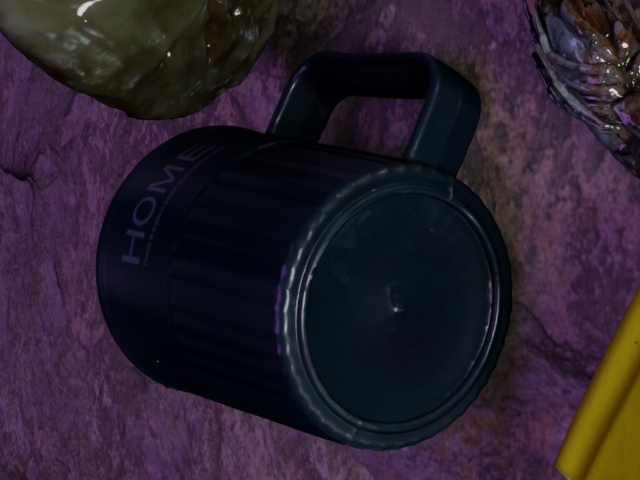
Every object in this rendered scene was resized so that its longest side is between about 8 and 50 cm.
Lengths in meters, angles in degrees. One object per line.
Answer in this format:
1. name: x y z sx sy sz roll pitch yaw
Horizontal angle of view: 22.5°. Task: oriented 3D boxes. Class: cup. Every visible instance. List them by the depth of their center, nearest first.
1. cup: 0.007 0.016 1.340 0.292 0.308 0.242 13 139 57

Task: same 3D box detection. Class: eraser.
1. eraser: 0.253 0.118 1.063 0.158 0.069 0.226 56 139 40

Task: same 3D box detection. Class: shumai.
1. shumai: -0.095 -0.303 1.358 0.323 0.397 0.324 -21 74 31

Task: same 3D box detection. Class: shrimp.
1. shrimp: 0.186 -0.129 1.102 0.233 0.090 0.079 58 163 14
